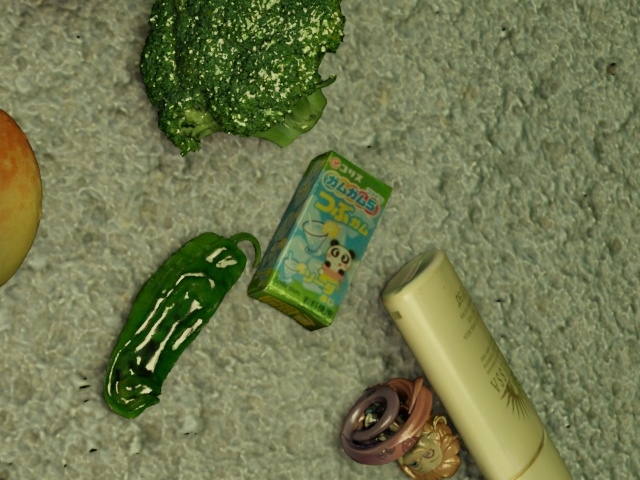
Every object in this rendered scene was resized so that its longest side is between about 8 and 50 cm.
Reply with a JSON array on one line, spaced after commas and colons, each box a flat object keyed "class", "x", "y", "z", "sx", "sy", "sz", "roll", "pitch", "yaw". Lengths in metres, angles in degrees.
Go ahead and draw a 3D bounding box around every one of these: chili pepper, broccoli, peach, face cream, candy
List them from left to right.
[{"class": "peach", "x": -0.386, "y": -0.055, "z": 1.264, "sx": 0.232, "sy": 0.232, "sz": 0.232, "roll": 3, "pitch": 81, "yaw": -24}, {"class": "chili pepper", "x": -0.160, "y": 0.083, "z": 1.400, "sx": 0.100, "sy": 0.074, "sz": 0.257, "roll": 37, "pitch": 75, "yaw": -10}, {"class": "broccoli", "x": -0.074, "y": -0.220, "z": 1.412, "sx": 0.241, "sy": 0.261, "sz": 0.269, "roll": 51, "pitch": 24, "yaw": -34}, {"class": "candy", "x": 0.000, "y": 0.000, "z": 1.486, "sx": 0.097, "sy": 0.062, "sz": 0.194, "roll": 31, "pitch": 71, "yaw": -17}, {"class": "face cream", "x": 0.194, "y": 0.185, "z": 1.505, "sx": 0.348, "sy": 0.081, "sz": 0.173, "roll": 60, "pitch": 22, "yaw": -5}]

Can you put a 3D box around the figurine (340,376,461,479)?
[{"class": "figurine", "x": 0.103, "y": 0.224, "z": 1.485, "sx": 0.157, "sy": 0.126, "sz": 0.114, "roll": 24, "pitch": 29, "yaw": -44}]
